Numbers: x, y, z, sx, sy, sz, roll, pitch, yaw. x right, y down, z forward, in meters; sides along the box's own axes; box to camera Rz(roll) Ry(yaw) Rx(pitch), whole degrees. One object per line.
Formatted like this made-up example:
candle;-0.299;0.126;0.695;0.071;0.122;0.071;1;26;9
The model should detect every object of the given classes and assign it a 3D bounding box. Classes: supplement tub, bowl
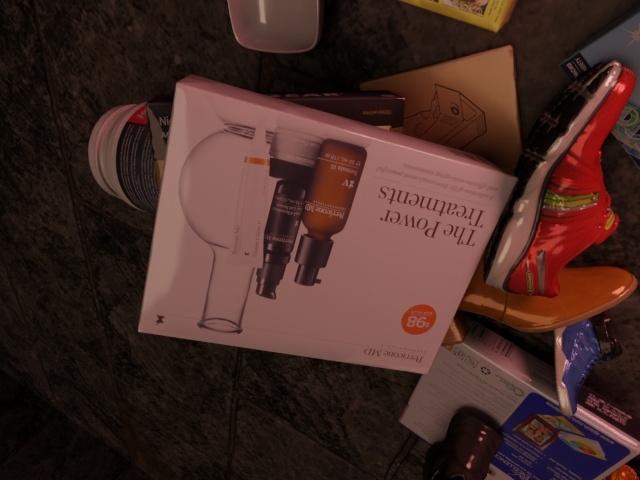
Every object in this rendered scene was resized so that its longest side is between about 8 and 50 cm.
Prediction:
supplement tub;-0.226;-0.129;0.751;0.271;0.191;0.191;14;127;23
bowl;-0.054;-0.331;0.600;0.141;0.053;0.142;15;126;23

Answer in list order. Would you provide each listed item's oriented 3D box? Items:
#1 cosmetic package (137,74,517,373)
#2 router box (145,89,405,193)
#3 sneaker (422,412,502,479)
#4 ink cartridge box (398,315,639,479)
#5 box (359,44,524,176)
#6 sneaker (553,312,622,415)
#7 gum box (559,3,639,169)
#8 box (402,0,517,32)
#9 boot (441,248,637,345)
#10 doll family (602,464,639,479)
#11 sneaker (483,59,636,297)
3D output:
cosmetic package;0.000;0.000;0.539;0.376;0.097;0.285;11;114;-13
router box;-0.051;-0.069;0.599;0.308;0.081;0.243;-4;115;-8
sneaker;0.225;0.426;0.792;0.108;0.130;0.287;23;134;26
ink cartridge box;0.313;0.311;0.775;0.303;0.072;0.308;30;137;21
box;0.162;-0.155;0.606;0.201;0.021;0.165;-1;119;33
sneaker;0.374;0.169;0.624;0.084;0.152;0.058;-2;157;27
gum box;0.353;-0.163;0.418;0.157;0.041;0.184;48;159;-6
box;0.105;-0.304;0.498;0.232;0.087;0.058;25;133;14
boot;0.245;0.020;0.626;0.294;0.104;0.212;-22;94;27
doll family;0.533;0.401;0.685;0.262;0.118;0.163;-9;115;36
sneaker;0.280;-0.054;0.503;0.118;0.107;0.279;17;124;9
